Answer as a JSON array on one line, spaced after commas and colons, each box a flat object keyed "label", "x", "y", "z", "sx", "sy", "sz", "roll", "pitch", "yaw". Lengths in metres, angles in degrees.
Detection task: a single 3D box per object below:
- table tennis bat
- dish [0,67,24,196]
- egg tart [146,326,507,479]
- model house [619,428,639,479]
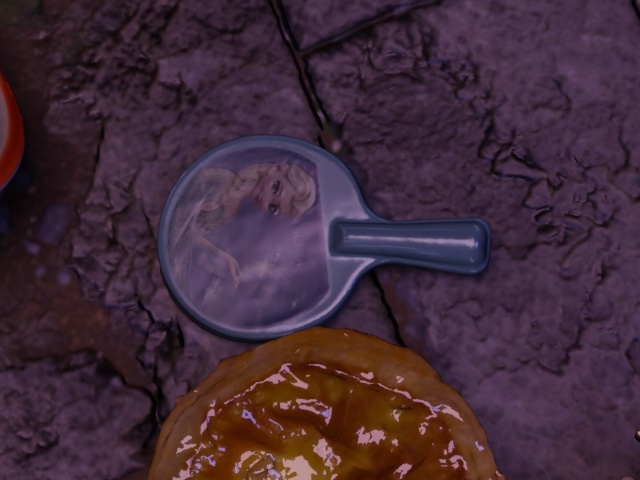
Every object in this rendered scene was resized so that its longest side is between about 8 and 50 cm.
[{"label": "table tennis bat", "x": 0.000, "y": 0.000, "z": 1.135, "sx": 0.237, "sy": 0.038, "sz": 0.149, "roll": 3, "pitch": 77, "yaw": 13}, {"label": "dish", "x": -0.341, "y": -0.071, "z": 1.132, "sx": 0.256, "sy": 0.117, "sz": 0.256, "roll": 15, "pitch": 48, "yaw": -17}, {"label": "egg tart", "x": 0.001, "y": 0.177, "z": 1.055, "sx": 0.241, "sy": 0.106, "sz": 0.241, "roll": -3, "pitch": 73, "yaw": 9}, {"label": "model house", "x": 0.315, "y": 0.185, "z": 0.968, "sx": 0.206, "sy": 0.178, "sz": 0.271, "roll": -41, "pitch": 71, "yaw": -3}]
